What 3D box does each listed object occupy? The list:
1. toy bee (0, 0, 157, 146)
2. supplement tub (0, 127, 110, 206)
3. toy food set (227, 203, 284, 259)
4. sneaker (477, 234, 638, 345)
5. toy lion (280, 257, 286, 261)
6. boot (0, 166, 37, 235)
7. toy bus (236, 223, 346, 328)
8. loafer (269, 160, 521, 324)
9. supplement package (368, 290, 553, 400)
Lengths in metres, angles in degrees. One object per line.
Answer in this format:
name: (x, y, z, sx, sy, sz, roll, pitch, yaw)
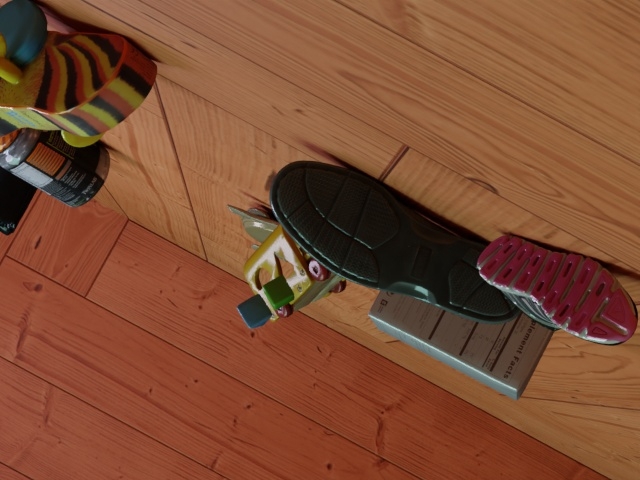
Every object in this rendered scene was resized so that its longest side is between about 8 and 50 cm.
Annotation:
toy bee: (-0.297, -0.146, 1.225, 0.195, 0.162, 0.298, 31, 173, -32)
supplement tub: (-0.447, -0.144, 2.004, 0.190, 0.117, 0.117, 35, 171, -37)
toy food set: (-0.058, -0.015, 1.789, 0.132, 0.039, 0.192, 19, 166, 14)
sneaker: (0.212, 0.048, 1.052, 0.074, 0.063, 0.170, 34, 176, -39)
toy lion: (-0.063, 0.003, 1.930, 0.096, 0.034, 0.100, 36, -176, 34)
boot: (-0.536, -0.109, 2.231, 0.094, 0.207, 0.246, 27, 174, 9)
toy bus: (-0.009, 0.007, 1.411, 0.104, 0.202, 0.191, 58, -174, 11)
loafer: (0.071, 0.007, 1.196, 0.267, 0.096, 0.084, 27, 179, -3)
supplement package: (0.158, 0.085, 1.338, 0.179, 0.105, 0.105, 27, 172, 13)
